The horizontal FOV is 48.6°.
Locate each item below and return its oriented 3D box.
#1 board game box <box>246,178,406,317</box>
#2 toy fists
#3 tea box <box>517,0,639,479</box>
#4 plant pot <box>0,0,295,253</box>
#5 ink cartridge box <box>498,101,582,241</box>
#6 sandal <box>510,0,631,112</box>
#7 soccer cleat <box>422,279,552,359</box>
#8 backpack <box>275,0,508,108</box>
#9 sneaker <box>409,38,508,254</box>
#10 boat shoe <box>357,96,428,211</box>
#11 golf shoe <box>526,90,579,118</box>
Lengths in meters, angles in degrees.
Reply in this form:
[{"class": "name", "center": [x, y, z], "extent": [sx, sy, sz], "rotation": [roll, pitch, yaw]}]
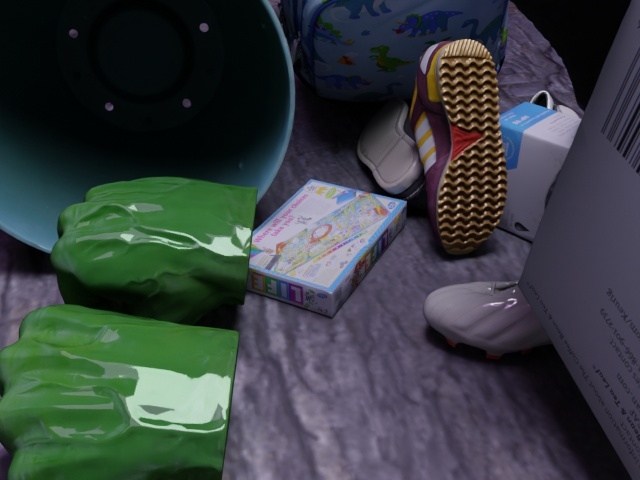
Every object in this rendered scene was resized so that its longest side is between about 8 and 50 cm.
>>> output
[{"class": "board game box", "center": [0.000, 0.000, 0.632], "extent": [0.104, 0.026, 0.154], "rotation": [16, 38, 24]}, {"class": "toy fists", "center": [-0.125, 0.055, 0.489], "extent": [0.142, 0.096, 0.279], "rotation": [7, 44, -5]}, {"class": "tea box", "center": [0.323, 0.048, 0.307], "extent": [0.324, 0.220, 0.329], "rotation": [-8, 47, -13]}, {"class": "plant pot", "center": [-0.181, -0.158, 0.661], "extent": [0.293, 0.292, 0.235], "rotation": [-5, 25, -6]}, {"class": "ink cartridge box", "center": [0.231, -0.041, 0.613], "extent": [0.060, 0.104, 0.180], "rotation": [-28, 41, -35]}, {"class": "sandal", "center": [0.240, -0.145, 0.466], "extent": [0.168, 0.107, 0.446], "rotation": [28, 5, 37]}, {"class": "soccer cleat", "center": [0.173, 0.047, 0.511], "extent": [0.196, 0.076, 0.068], "rotation": [7, 35, 13]}, {"class": "backpack", "center": [0.083, -0.280, 0.766], "extent": [0.290, 0.355, 0.273], "rotation": [-1, 59, 4]}, {"class": "sneaker", "center": [0.119, -0.082, 0.634], "extent": [0.070, 0.185, 0.084], "rotation": [-3, 11, -13]}, {"class": "boat shoe", "center": [0.089, -0.090, 0.752], "extent": [0.065, 0.075, 0.206], "rotation": [37, 21, -21]}, {"class": "golf shoe", "center": [0.243, -0.121, 0.750], "extent": [0.069, 0.086, 0.176], "rotation": [14, 35, 24]}]
